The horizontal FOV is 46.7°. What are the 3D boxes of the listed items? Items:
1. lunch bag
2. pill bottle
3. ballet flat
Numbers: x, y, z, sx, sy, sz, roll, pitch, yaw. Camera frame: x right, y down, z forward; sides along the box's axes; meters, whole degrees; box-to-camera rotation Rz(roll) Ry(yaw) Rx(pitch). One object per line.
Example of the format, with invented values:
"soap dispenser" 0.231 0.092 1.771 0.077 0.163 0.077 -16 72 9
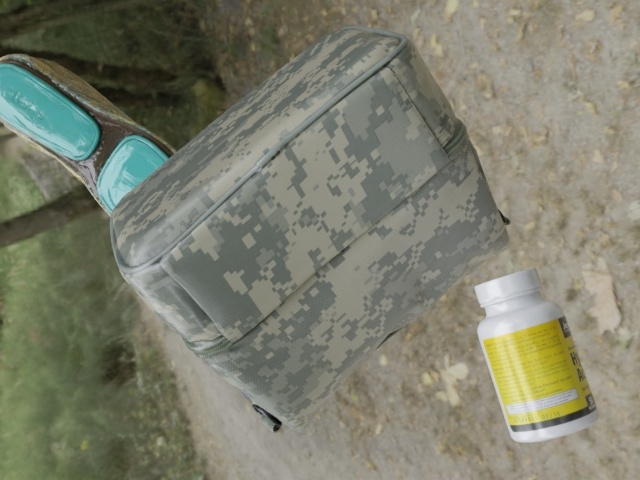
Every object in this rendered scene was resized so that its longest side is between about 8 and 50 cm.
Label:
"lunch bag" 0.000 0.000 0.659 0.256 0.305 0.212 51 177 -24
"pill bottle" 0.153 0.082 0.540 0.065 0.065 0.116 -35 71 65
"ballet flat" -0.253 -0.107 0.920 0.349 0.123 0.123 38 151 0
